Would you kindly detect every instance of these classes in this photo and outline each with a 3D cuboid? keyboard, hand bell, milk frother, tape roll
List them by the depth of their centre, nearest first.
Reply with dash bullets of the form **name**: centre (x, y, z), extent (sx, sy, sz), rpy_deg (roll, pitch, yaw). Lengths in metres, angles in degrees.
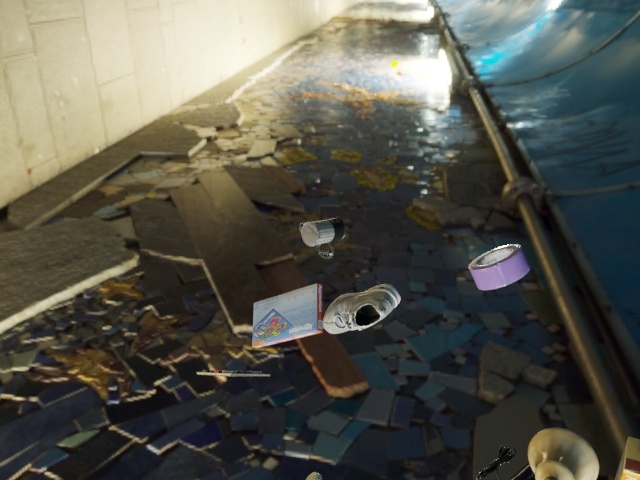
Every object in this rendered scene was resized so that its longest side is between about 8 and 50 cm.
- **hand bell**: centre (0.389, 0.424, 1.016), extent (0.242, 0.126, 0.126), rpy_deg (-12, 106, -57)
- **keyboard**: centre (0.517, 0.679, 1.618), extent (0.317, 0.202, 0.033), rpy_deg (-18, 150, -40)
- **milk frother**: centre (0.000, 0.000, 2.024), extent (0.134, 0.129, 0.143), rpy_deg (-11, 97, -44)
- **tape roll**: centre (0.607, 0.090, 2.029), extent (0.080, 0.188, 0.189), rpy_deg (65, 14, -8)

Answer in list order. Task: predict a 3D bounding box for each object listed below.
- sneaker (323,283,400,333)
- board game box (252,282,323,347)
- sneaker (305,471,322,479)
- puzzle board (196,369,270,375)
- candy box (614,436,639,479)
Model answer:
- **sneaker**: centre (0.098, 0.213, 1.745), extent (0.105, 0.281, 0.115), rpy_deg (52, 39, -6)
- **board game box**: centre (-0.102, 0.228, 1.787), extent (0.027, 0.281, 0.145), rpy_deg (23, 58, -42)
- **sneaker**: centre (-0.009, 0.529, 1.189), extent (0.152, 0.084, 0.058), rpy_deg (-61, 179, 26)
- **puzzle board**: centre (-0.178, 0.270, 1.218), extent (0.096, 0.128, 0.011), rpy_deg (11, 75, -41)
- **candy box**: centre (0.741, 0.573, 1.303), extent (0.088, 0.182, 0.317), rpy_deg (-56, 146, -40)
